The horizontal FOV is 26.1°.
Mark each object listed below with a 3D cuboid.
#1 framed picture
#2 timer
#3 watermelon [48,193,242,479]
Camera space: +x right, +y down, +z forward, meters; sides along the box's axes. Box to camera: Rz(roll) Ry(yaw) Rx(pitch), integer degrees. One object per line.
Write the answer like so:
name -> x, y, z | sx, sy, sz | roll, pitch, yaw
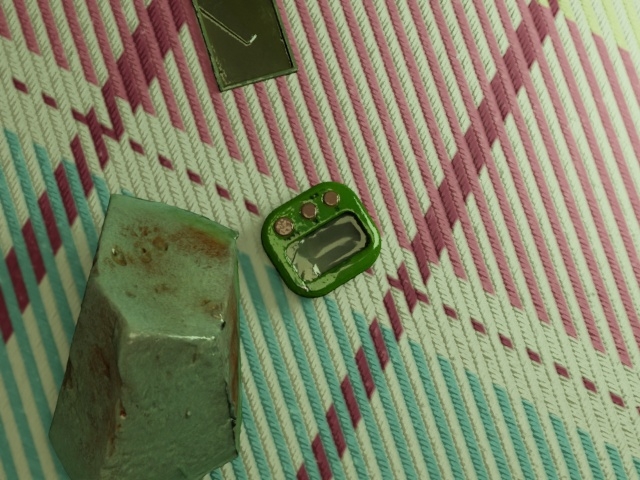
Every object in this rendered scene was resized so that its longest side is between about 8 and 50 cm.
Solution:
framed picture -> -0.102, -0.278, 1.819 | 0.109, 0.011, 0.149 | -16, 83, -12
timer -> 0.000, 0.000, 1.770 | 0.140, 0.047, 0.128 | -31, 85, -13
watermelon -> -0.196, 0.121, 1.607 | 0.228, 0.258, 0.387 | 7, 74, -1
